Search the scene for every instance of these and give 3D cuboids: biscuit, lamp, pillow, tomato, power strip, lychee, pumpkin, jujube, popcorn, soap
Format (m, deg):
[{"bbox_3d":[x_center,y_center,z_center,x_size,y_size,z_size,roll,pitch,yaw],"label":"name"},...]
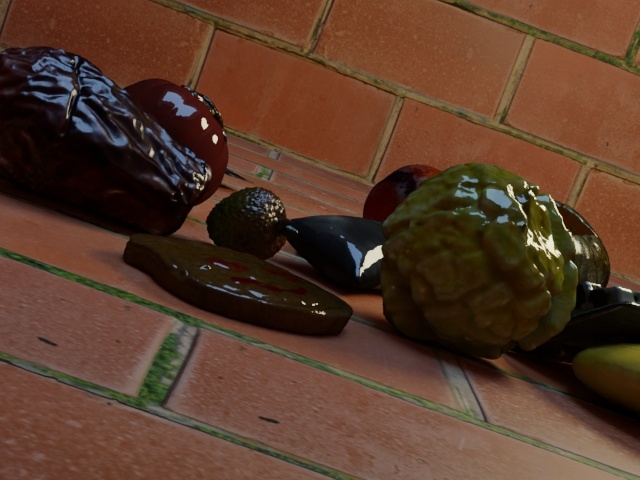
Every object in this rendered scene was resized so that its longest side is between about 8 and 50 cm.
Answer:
[{"bbox_3d":[-0.096,0.051,1.473,0.273,0.049,0.257,14,9,-46],"label":"biscuit"},{"bbox_3d":[-0.258,-0.151,1.898,0.227,0.227,0.227,20,8,-3],"label":"lamp"},{"bbox_3d":[0.061,0.019,1.870,0.186,0.106,0.250,34,16,29],"label":"pillow"},{"bbox_3d":[0.179,-0.046,2.234,0.208,0.208,0.184,27,-9,39],"label":"tomato"},{"bbox_3d":[0.440,0.123,1.775,0.257,0.092,0.251,11,-30,-36],"label":"power strip"},{"bbox_3d":[-0.101,-0.023,1.730,0.146,0.114,0.114,2,-2,29],"label":"lychee"},{"bbox_3d":[0.427,0.026,2.327,0.320,0.192,0.320,23,27,-13],"label":"pumpkin"},{"bbox_3d":[-0.322,-0.131,1.652,0.342,0.216,0.216,27,7,-9],"label":"jujube"},{"bbox_3d":[0.219,0.021,1.638,0.282,0.282,0.247,14,-19,-40],"label":"popcorn"},{"bbox_3d":[0.548,0.218,1.670,0.427,0.115,0.306,12,6,-45],"label":"soap"}]

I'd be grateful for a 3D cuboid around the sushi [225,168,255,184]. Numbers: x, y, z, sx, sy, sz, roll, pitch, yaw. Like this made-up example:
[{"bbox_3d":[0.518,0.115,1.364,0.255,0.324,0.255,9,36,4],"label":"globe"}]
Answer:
[{"bbox_3d":[-0.286,-0.164,2.466,0.231,0.047,0.219,31,7,33],"label":"sushi"}]
